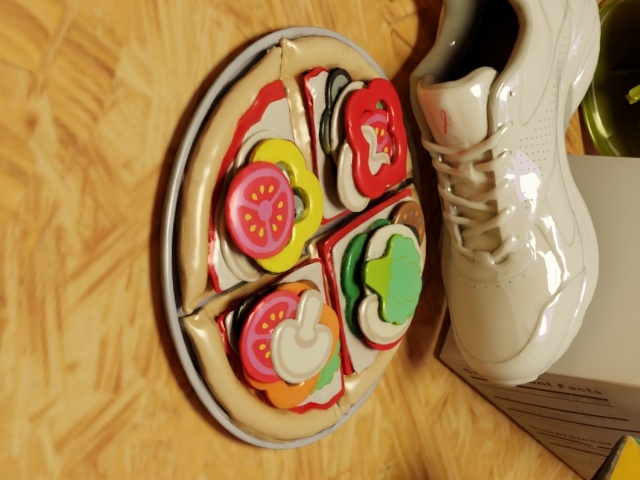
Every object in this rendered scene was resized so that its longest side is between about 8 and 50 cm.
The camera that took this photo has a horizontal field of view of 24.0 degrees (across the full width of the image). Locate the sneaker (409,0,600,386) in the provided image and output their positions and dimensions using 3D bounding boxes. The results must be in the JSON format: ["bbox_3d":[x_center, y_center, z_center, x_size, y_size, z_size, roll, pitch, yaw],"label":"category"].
[{"bbox_3d":[0.083,-0.042,0.779,0.115,0.090,0.232,13,75,-54],"label":"sneaker"}]

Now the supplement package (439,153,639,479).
[{"bbox_3d":[0.197,0.062,0.902,0.244,0.134,0.139,41,62,-48],"label":"supplement package"}]

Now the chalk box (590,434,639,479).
[{"bbox_3d":[0.164,0.269,0.800,0.180,0.179,0.289,-57,170,-32],"label":"chalk box"}]

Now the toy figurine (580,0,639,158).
[{"bbox_3d":[0.259,-0.234,0.916,0.217,0.191,0.362,-41,127,-49],"label":"toy figurine"}]

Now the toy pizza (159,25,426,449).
[{"bbox_3d":[0.000,0.000,0.712,0.201,0.032,0.201,-10,102,-53],"label":"toy pizza"}]
